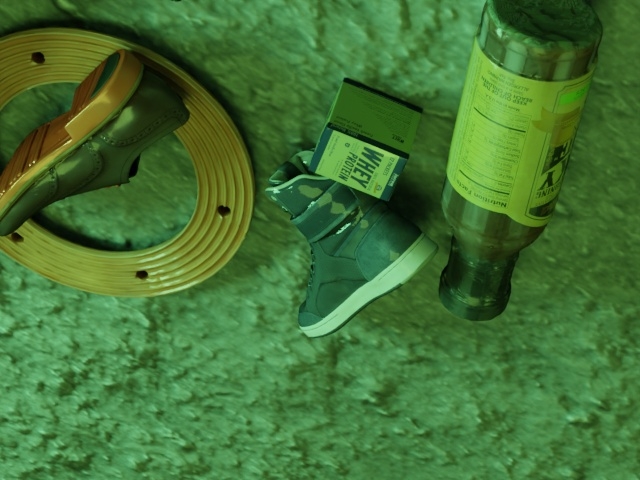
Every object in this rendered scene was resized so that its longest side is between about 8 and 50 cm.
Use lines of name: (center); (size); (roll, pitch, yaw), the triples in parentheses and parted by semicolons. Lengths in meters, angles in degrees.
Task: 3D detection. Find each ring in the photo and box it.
ring: (-0.227, -0.077, 1.721); (0.337, 0.032, 0.336); (8, 131, 10)

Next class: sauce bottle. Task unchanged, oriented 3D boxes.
sauce bottle: (0.171, -0.071, 1.566); (0.111, 0.111, 0.344); (13, 133, 4)

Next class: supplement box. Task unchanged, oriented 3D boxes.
supplement box: (0.043, -0.095, 1.594); (0.083, 0.083, 0.056); (21, 131, -3)

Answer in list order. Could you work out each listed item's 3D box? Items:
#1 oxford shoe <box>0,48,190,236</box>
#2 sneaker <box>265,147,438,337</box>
oxford shoe: (-0.235, -0.070, 1.648); (0.098, 0.097, 0.271); (35, 130, -23)
sneaker: (0.001, -0.001, 1.691); (0.163, 0.086, 0.226); (44, 143, -4)
